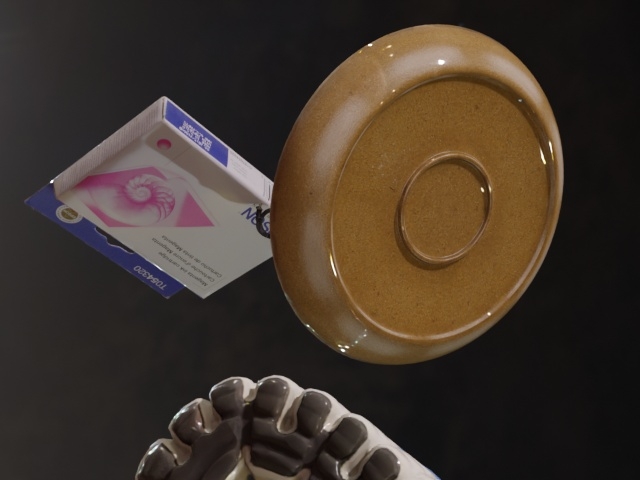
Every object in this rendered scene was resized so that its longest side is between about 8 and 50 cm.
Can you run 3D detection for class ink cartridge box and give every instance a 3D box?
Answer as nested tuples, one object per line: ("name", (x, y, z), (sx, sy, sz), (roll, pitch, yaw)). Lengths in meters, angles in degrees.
("ink cartridge box", (-0.245, -0.036, 2.010), (0.330, 0.324, 0.071), (-33, -142, 27))

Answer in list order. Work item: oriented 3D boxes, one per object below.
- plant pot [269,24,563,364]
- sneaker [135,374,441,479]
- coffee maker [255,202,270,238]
("plant pot", (0.077, -0.024, 0.846), (0.032, 0.236, 0.236), (27, -60, 56))
("sneaker", (0.082, 0.171, 0.468), (0.330, 0.130, 0.147), (35, -6, 27))
("coffee maker", (0.000, 0.000, 1.771), (0.178, 0.171, 0.120), (-128, -150, -83))
